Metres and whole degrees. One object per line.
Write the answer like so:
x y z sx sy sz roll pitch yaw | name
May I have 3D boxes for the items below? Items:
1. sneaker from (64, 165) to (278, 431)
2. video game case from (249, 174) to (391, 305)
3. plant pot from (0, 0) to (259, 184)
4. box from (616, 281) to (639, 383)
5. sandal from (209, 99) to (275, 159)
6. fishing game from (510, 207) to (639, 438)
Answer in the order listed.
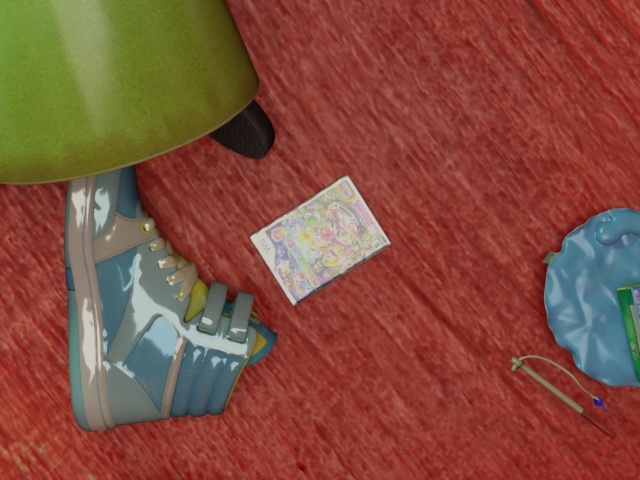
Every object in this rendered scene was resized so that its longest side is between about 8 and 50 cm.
-0.147 0.033 1.531 0.208 0.127 0.319 0 102 1 | sneaker
0.000 0.000 1.586 0.122 0.011 0.087 -32 93 0 | video game case
-0.221 -0.238 1.328 0.275 0.275 0.293 -15 114 -1 | plant pot
0.402 0.078 1.557 0.179 0.043 0.105 -14 90 -14 | box
-0.131 -0.190 1.539 0.254 0.097 0.054 47 64 -3 | sandal
0.317 0.061 1.583 0.189 0.041 0.264 36 82 -4 | fishing game
